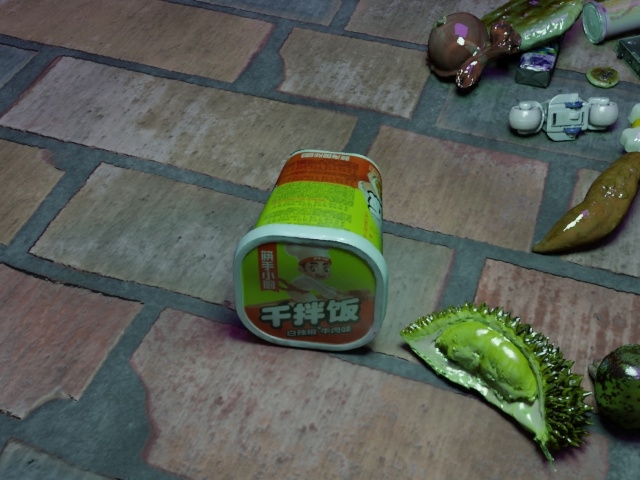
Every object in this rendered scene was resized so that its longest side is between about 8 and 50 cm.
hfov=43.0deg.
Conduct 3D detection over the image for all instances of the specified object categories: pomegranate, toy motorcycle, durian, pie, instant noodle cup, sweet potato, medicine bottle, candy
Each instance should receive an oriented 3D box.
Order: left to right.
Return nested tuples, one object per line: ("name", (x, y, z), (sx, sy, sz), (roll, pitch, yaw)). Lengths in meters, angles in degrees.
("instant noodle cup", (0.000, 0.000, 1.485), (0.293, 0.294, 0.308), (5, 39, 6))
("durian", (0.315, 0.215, 1.387), (0.351, 0.158, 0.169), (36, 91, 30))
("pie", (0.523, -0.564, 2.072), (0.306, 0.071, 0.306), (-17, 34, 12))
("candy", (0.573, -0.503, 2.083), (0.088, 0.061, 0.312), (13, 47, 16))
("toy motorcycle", (0.553, -0.289, 1.866), (0.254, 0.113, 0.113), (-4, 46, -4))
("pie", (0.702, -0.407, 2.016), (0.084, 0.021, 0.084), (-1, 46, 1))
("sweet potato", (0.577, -0.072, 1.645), (0.354, 0.095, 0.106), (-39, 32, -23))
("pomegranate", (0.513, 0.234, 1.339), (0.125, 0.138, 0.163), (-3, 14, 11))
("medicine bottle", (0.907, -0.622, 2.122), (0.425, 0.108, 0.108), (-16, 48, -4))

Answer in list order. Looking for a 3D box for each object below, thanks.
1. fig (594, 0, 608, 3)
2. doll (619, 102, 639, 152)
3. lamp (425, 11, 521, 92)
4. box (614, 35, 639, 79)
("fig", (0.787, -0.653, 2.203), (0.154, 0.103, 0.109), (-29, 15, -11))
("doll", (0.793, -0.227, 1.780), (0.252, 0.111, 0.237), (27, 50, 26))
("lamp", (0.363, -0.475, 1.981), (0.223, 0.215, 0.151), (51, 30, 17))
("box", (0.877, -0.432, 2.018), (0.210, 0.045, 0.270), (-10, 46, -7))
